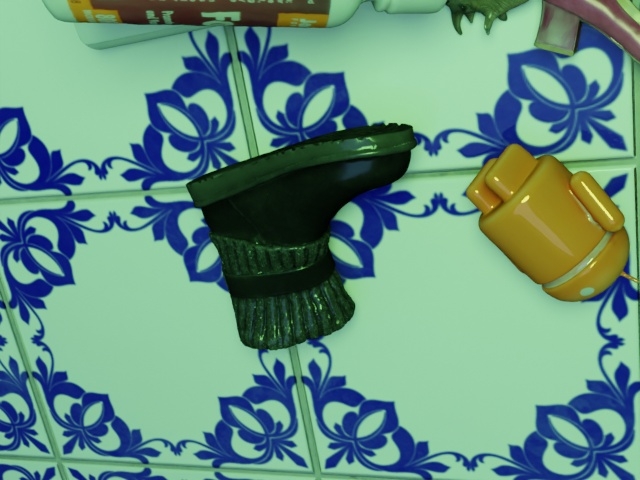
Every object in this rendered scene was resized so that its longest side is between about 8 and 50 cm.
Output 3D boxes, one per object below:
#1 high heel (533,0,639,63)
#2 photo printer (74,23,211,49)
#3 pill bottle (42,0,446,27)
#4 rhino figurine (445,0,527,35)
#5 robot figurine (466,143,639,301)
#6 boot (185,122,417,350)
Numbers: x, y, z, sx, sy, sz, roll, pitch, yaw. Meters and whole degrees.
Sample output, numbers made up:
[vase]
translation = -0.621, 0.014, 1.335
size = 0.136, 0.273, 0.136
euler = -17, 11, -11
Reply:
[high heel]
translation = 0.362, -0.249, 0.910
size = 0.244, 0.082, 0.117
euler = 17, 115, 19
[photo printer]
translation = -0.179, -0.381, 1.006
size = 0.308, 0.107, 0.256
euler = -5, 112, 20
[pill bottle]
translation = -0.071, -0.325, 0.822
size = 0.392, 0.224, 0.224
euler = 0, 115, -5
[rhino figurine]
translation = 0.206, -0.318, 0.914
size = 0.106, 0.073, 0.243
euler = 36, 138, 6
[robot figurine]
translation = 0.281, -0.015, 1.006
size = 0.219, 0.128, 0.158
euler = 43, 112, -4
[boot]
translation = 0.001, -0.001, 1.100
size = 0.348, 0.131, 0.260
euler = -13, 102, 34
